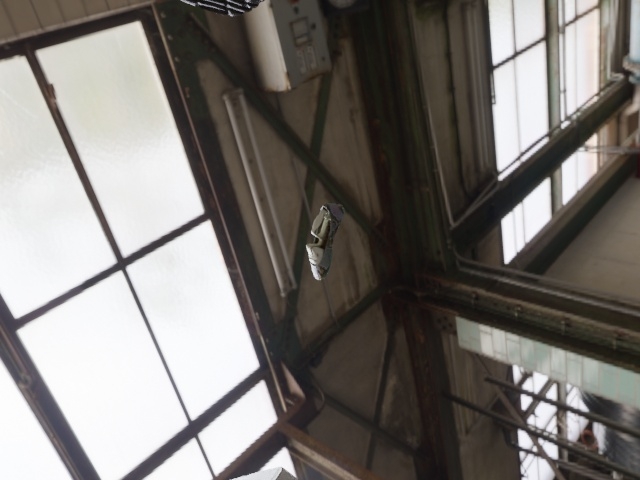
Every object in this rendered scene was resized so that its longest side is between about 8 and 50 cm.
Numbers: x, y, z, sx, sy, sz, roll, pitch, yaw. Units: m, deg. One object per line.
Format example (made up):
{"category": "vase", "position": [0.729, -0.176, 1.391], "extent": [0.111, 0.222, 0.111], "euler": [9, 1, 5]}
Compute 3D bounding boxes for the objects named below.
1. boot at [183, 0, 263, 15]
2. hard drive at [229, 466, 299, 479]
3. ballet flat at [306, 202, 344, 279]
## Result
{"category": "boot", "position": [-0.207, -0.400, 0.630], "extent": [0.118, 0.223, 0.338], "euler": [-19, 163, 40]}
{"category": "hard drive", "position": [0.049, 0.347, 0.533], "extent": [0.047, 0.353, 0.233], "euler": [-52, -176, -36]}
{"category": "ballet flat", "position": [0.000, 0.000, 0.816], "extent": [0.041, 0.114, 0.041], "euler": [15, -171, -3]}
